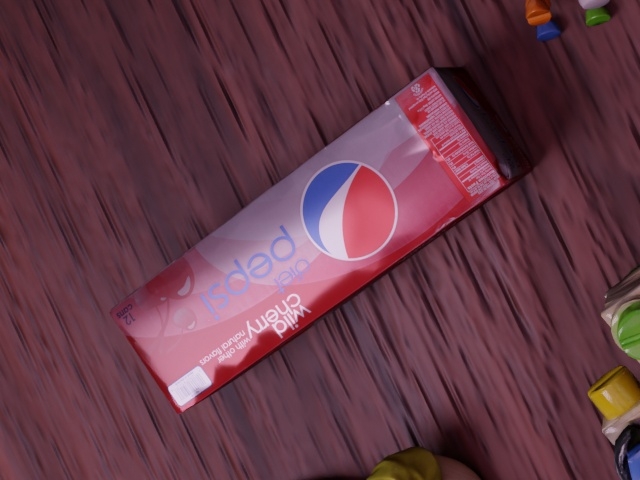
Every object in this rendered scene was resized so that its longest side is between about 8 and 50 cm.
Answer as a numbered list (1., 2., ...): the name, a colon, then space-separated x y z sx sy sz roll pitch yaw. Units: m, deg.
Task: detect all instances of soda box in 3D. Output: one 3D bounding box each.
1. soda box: 0.000 0.000 0.783 0.263 0.092 0.083 -36 86 19

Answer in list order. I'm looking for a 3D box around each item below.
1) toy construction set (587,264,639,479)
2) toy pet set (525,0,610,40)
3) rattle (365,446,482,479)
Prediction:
1. toy construction set: 0.280 0.101 0.692 0.215 0.151 0.328 -40 74 18
2. toy pet set: 0.166 -0.176 0.708 0.122 0.114 0.065 -16 77 17
3. rattle: 0.070 0.236 0.810 0.142 0.130 0.199 -35 113 29
